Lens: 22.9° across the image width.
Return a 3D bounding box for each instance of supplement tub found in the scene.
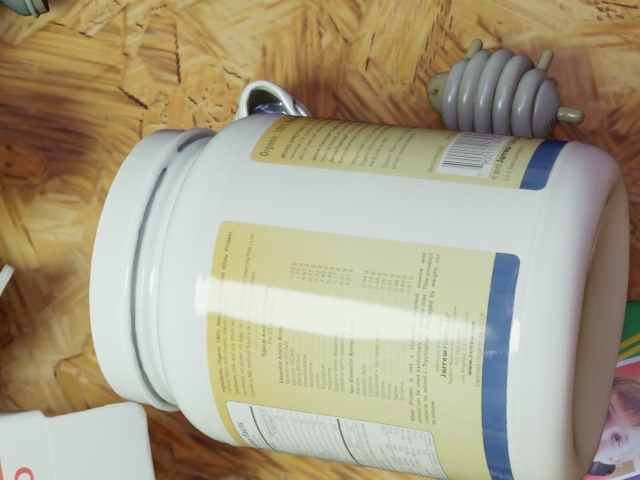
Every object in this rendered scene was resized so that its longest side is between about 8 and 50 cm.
[{"bbox_3d":[0.031,0.035,1.045,0.316,0.228,0.228,7,76,19],"label":"supplement tub"}]

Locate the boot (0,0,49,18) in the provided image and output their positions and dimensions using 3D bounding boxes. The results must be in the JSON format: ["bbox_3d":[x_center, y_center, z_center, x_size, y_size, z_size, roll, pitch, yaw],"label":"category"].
[{"bbox_3d":[-0.351,-0.215,1.321,0.208,0.076,0.190,-29,60,-9],"label":"boot"}]

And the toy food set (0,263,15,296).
[{"bbox_3d":[-0.411,0.059,1.168,0.306,0.092,0.220,21,68,7],"label":"toy food set"}]

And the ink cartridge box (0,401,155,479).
[{"bbox_3d":[-0.282,0.229,1.044,0.353,0.119,0.207,-7,88,-33],"label":"ink cartridge box"}]

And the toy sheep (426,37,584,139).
[{"bbox_3d":[0.144,-0.110,1.239,0.132,0.091,0.091,9,76,27],"label":"toy sheep"}]

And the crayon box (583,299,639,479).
[{"bbox_3d":[0.264,0.226,1.126,0.313,0.106,0.363,-2,75,6],"label":"crayon box"}]

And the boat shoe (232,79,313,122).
[{"bbox_3d":[0.000,0.000,1.218,0.098,0.096,0.277,-29,75,-2],"label":"boat shoe"}]
